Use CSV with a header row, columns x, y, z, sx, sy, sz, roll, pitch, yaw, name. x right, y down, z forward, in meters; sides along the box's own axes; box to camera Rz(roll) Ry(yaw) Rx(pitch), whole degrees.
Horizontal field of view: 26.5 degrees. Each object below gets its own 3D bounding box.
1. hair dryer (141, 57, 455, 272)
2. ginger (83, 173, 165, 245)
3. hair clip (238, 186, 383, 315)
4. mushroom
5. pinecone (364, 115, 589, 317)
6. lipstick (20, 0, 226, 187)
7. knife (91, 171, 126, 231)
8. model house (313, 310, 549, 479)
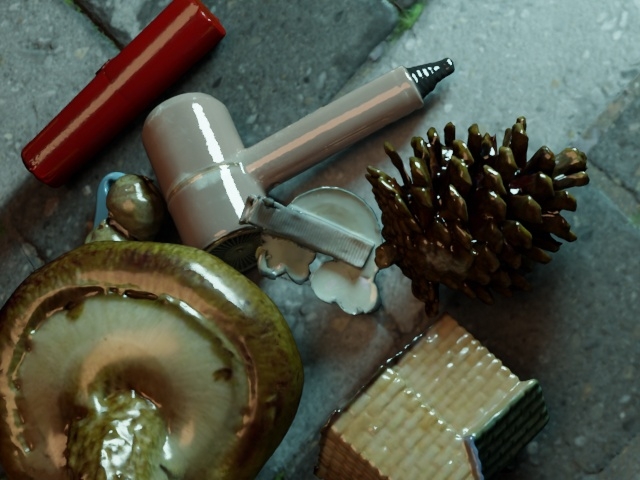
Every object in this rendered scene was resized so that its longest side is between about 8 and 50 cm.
x,y,z,sx,sy,sz,roll,pitch,yaw,name
-0.015,-0.118,1.460,0.344,0.107,0.189,-27,65,7,hair dryer
-0.230,0.024,1.507,0.080,0.104,0.204,29,93,52,ginger
0.000,0.000,1.389,0.116,0.172,0.049,-65,18,5,hair clip
-0.178,0.163,1.344,0.346,0.259,0.345,0,91,7,mushroom
0.154,-0.029,1.300,0.212,0.185,0.168,-8,58,7,pinecone
-0.232,-0.172,1.577,0.280,0.073,0.073,-42,64,10,lipstick
-0.268,0.037,1.570,0.058,0.032,0.244,20,91,25,knife
0.115,0.193,1.272,0.172,0.166,0.183,40,70,16,model house
